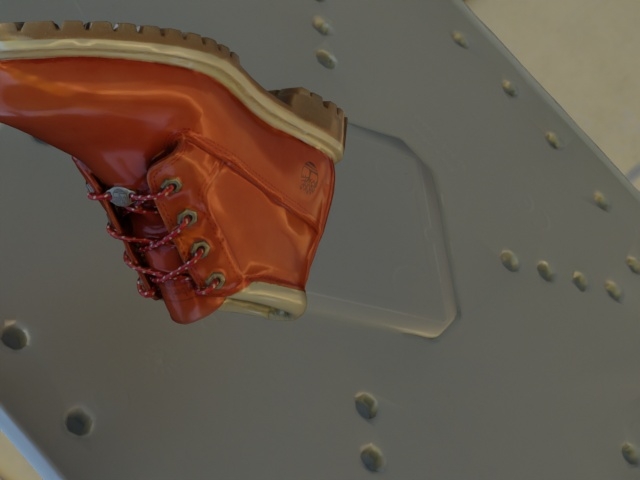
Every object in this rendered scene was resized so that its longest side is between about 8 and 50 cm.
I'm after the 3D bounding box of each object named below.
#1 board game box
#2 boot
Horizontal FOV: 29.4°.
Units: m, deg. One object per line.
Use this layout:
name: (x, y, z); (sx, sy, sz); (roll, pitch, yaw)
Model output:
board game box: (0.000, 0.000, 0.566); (0.390, 0.050, 0.390); (48, -136, 4)
boot: (-0.049, -0.018, 0.386); (0.059, 0.084, 0.158); (3, 170, 39)
